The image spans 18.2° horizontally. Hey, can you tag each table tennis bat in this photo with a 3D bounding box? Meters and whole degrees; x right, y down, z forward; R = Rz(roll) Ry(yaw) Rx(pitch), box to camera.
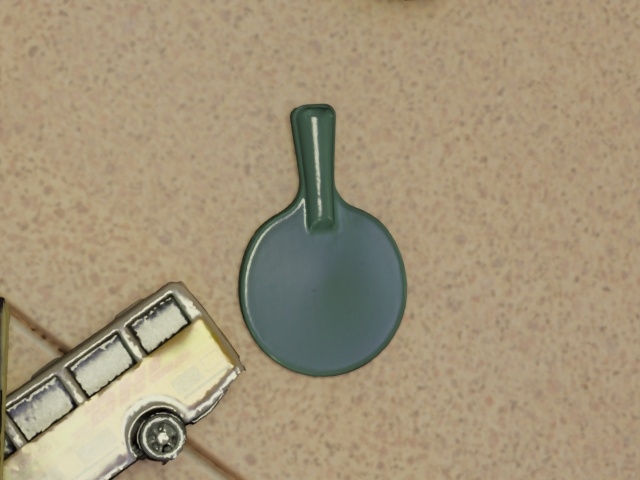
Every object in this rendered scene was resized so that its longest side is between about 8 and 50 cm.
[{"bbox_3d":[0.000,0.000,1.784,0.153,0.040,0.244,-4,91,-10],"label":"table tennis bat"}]

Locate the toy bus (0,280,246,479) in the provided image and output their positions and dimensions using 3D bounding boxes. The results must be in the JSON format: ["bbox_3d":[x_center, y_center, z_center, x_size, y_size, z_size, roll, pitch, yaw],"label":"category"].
[{"bbox_3d":[-0.225,0.176,1.707,0.342,0.097,0.138,-34,90,-10],"label":"toy bus"}]

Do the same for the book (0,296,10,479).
[{"bbox_3d":[-0.337,0.160,1.657,0.158,0.026,0.231,-9,58,9],"label":"book"}]
